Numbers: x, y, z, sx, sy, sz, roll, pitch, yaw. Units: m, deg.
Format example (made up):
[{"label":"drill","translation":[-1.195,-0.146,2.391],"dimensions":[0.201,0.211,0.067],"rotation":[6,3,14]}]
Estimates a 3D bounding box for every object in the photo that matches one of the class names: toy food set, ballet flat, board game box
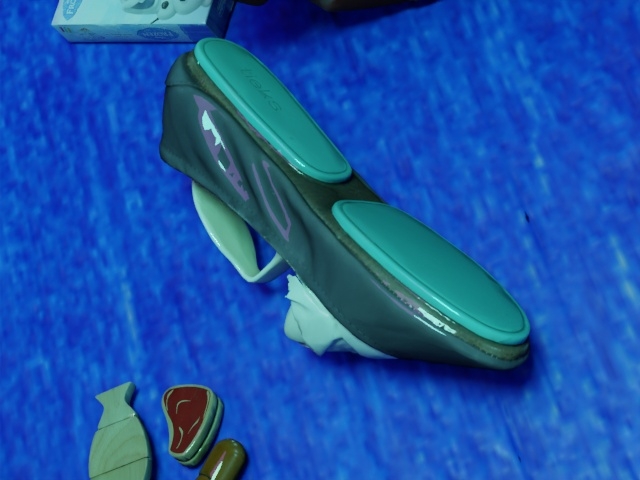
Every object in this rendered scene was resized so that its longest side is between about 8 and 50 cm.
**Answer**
[{"label":"toy food set","translation":[-0.056,0.109,0.607],"dimensions":[0.078,0.019,0.122],"rotation":[-16,53,19]},{"label":"ballet flat","translation":[0.000,0.000,0.607],"dimensions":[0.074,0.074,0.203],"rotation":[-45,61,0]},{"label":"board game box","translation":[-0.078,-0.139,0.735],"dimensions":[0.090,0.020,0.090],"rotation":[5,69,28]}]

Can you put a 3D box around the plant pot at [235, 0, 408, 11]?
[{"label":"plant pot","translation":[0.003,-0.256,0.622],"dimensions":[0.272,0.272,0.265],"rotation":[-18,68,18]}]
